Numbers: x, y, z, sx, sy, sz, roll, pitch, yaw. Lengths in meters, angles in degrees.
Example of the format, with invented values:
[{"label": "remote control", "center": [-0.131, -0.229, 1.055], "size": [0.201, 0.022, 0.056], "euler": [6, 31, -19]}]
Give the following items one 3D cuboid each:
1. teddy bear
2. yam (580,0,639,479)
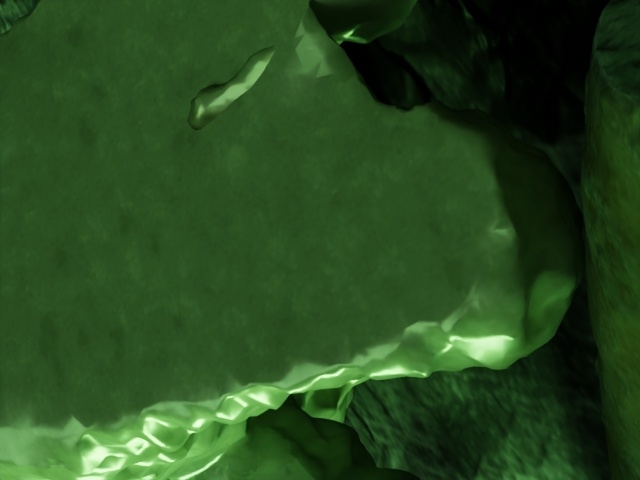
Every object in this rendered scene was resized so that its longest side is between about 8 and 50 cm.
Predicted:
[{"label": "teddy bear", "center": [0.000, 0.000, 0.793], "size": [0.375, 0.362, 0.327], "euler": [-27, 71, 31]}, {"label": "yam", "center": [0.146, 0.029, 0.569], "size": [0.133, 0.133, 0.330], "euler": [40, 154, 34]}]
